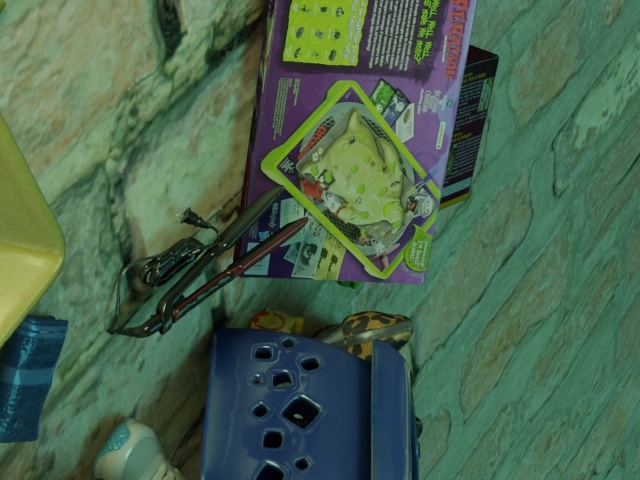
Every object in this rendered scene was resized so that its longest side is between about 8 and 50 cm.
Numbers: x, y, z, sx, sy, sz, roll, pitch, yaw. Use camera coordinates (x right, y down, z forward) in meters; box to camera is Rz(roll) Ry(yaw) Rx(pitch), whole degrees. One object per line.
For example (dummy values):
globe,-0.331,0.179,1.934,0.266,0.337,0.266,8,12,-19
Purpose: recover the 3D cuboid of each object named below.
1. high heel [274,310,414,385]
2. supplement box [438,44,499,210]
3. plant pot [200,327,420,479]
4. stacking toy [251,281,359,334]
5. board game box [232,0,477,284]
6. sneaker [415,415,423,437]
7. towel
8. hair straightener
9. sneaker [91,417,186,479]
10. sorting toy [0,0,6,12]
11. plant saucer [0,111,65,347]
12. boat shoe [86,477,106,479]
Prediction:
high heel,0.066,0.126,1.984,0.261,0.186,0.093,1,72,-63
supplement box,0.138,-0.137,2.050,0.104,0.081,0.188,-22,129,-55
plant pot,-0.003,0.244,1.826,0.236,0.212,0.236,82,7,-48
stacking toy,0.000,0.000,1.933,0.221,0.052,0.167,-37,142,-50
board game box,0.034,-0.122,1.752,0.056,0.208,0.346,-110,-153,-65
sneaker,0.102,0.310,2.323,0.170,0.075,0.063,-50,148,-33
towel,-0.265,0.125,1.539,0.067,0.029,0.119,7,103,-62
hair straightener,-0.122,0.013,1.687,0.230,0.047,0.089,-37,99,-18
sneaker,-0.165,0.263,1.762,0.087,0.092,0.228,-53,149,-26
sorting toy,-0.250,-0.260,1.259,0.132,0.046,0.274,-49,148,-33
plant saucer,-0.351,0.025,1.243,0.333,0.081,0.332,-55,150,-26
boat shoe,-0.191,0.372,1.719,0.113,0.105,0.306,-47,138,-44
